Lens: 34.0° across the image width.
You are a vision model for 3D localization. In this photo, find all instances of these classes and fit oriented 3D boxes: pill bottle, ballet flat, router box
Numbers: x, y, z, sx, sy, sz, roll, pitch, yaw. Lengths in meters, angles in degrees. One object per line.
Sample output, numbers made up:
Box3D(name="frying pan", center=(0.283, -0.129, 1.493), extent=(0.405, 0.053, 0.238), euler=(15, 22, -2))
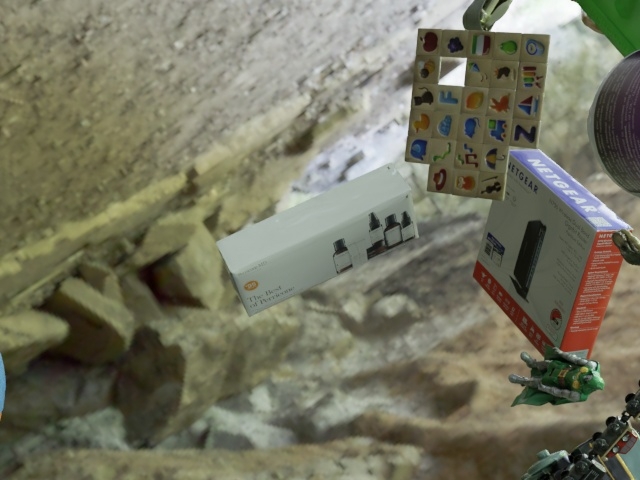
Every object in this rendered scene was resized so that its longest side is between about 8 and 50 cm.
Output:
Box3D(name="pill bottle", center=(0.404, -0.126, 1.106), extent=(0.182, 0.181, 0.323), euler=(-35, -170, -4))
Box3D(name="ballet flat", center=(0.345, -0.472, 1.946), extent=(0.072, 0.068, 0.213), euler=(32, 93, -44))
Box3D(name="router box", center=(0.436, 0.027, 2.026), extent=(0.082, 0.335, 0.301), euler=(-3, 120, -22))

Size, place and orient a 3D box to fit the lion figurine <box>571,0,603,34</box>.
Box3D(name="lion figurine", center=(0.528, -0.442, 1.906), extent=(0.392, 0.240, 0.142), euler=(47, 59, -65))

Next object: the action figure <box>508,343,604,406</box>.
Box3D(name="action figure", center=(0.417, 0.237, 1.820), extent=(0.137, 0.063, 0.232), euler=(-62, -161, -13))

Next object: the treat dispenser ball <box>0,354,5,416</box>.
Box3D(name="treat dispenser ball", center=(-0.505, 0.172, 1.181), extent=(0.288, 0.288, 0.288), euler=(-35, 178, -1))

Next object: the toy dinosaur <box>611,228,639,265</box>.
Box3D(name="toy dinosaur", center=(0.587, 0.023, 1.607), extent=(0.268, 0.064, 0.118), euler=(27, -105, 42))

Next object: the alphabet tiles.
Box3D(name="alphabet tiles", center=(0.219, -0.180, 1.496), extent=(0.198, 0.237, 0.009), euler=(9, -172, 27))

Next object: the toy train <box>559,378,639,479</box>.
Box3D(name="toy train", center=(0.301, 0.200, 1.059), extent=(0.158, 0.036, 0.027), euler=(-55, 179, 15))

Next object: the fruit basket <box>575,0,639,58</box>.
Box3D(name="fruit basket", center=(0.541, -0.370, 1.553), extent=(0.283, 0.392, 0.392), euler=(-34, 178, 2))

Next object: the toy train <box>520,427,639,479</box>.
Box3D(name="toy train", center=(0.458, 0.427, 1.833), extent=(0.190, 0.142, 0.334), euler=(-25, 157, -10))

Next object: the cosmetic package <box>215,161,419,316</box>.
Box3D(name="cosmetic package", center=(0.000, 0.000, 1.287), extent=(0.239, 0.060, 0.099), euler=(-25, 139, -7))
